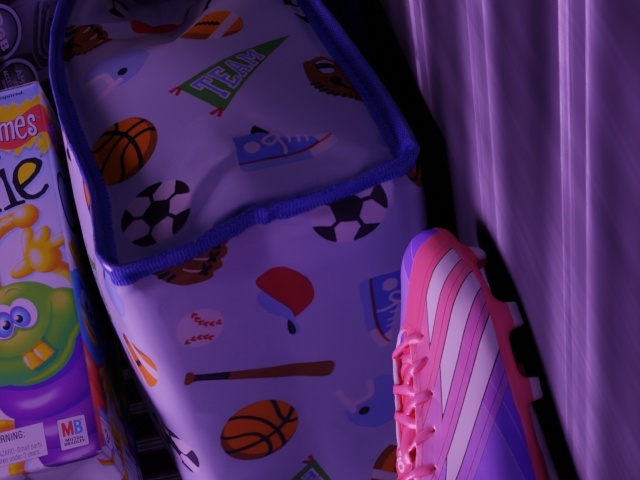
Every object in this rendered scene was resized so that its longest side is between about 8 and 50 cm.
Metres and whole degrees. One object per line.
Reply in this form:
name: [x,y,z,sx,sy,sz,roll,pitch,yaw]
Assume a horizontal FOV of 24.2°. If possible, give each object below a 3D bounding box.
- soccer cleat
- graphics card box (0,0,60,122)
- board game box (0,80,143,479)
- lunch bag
soccer cleat: [0.069,0.106,0.756,0.083,0.095,0.248,83,172,-64]
graphics card box: [-0.157,-0.175,1.247,0.094,0.371,0.233,22,136,39]
board game box: [-0.221,0.055,1.021,0.144,0.142,0.275,77,178,-64]
lunch bag: [-0.053,-0.024,1.070,0.385,0.239,0.328,-120,13,-48]
